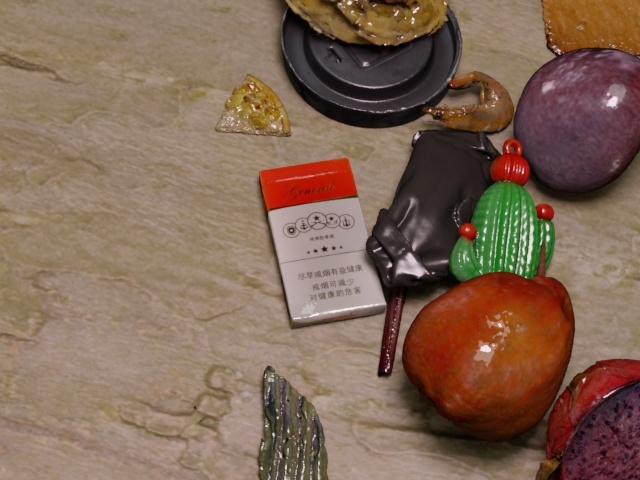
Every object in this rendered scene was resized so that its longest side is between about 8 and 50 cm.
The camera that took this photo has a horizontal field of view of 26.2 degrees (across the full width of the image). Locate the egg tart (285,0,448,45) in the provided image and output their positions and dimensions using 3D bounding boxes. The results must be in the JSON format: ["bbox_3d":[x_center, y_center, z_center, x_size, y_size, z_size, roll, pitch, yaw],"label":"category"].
[{"bbox_3d":[0.071,-0.420,2.076,0.297,0.132,0.297,4,63,-9],"label":"egg tart"}]

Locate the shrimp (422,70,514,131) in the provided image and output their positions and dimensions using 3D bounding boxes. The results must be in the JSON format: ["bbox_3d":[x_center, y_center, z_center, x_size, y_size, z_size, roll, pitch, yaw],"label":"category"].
[{"bbox_3d":[0.221,-0.209,2.049,0.162,0.045,0.095,1,89,-27],"label":"shrimp"}]

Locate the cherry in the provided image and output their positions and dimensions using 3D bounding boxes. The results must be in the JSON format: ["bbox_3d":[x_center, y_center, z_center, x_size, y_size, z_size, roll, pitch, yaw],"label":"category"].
[{"bbox_3d":[0.379,-0.177,1.983,0.184,0.266,0.213,28,57,-30],"label":"cherry"}]

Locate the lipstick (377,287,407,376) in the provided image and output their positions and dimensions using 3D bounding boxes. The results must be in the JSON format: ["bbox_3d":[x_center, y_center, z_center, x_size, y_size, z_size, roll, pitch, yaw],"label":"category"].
[{"bbox_3d":[0.101,0.106,1.902,0.027,0.027,0.176,10,61,2],"label":"lipstick"}]

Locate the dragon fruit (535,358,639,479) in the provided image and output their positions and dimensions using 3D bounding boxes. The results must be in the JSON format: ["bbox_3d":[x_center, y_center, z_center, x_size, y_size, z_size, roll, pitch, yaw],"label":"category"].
[{"bbox_3d":[0.368,0.229,1.783,0.223,0.218,0.148,-52,36,11],"label":"dragon fruit"}]

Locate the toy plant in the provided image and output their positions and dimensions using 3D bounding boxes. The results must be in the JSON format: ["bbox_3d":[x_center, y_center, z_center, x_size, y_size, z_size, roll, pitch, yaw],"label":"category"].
[{"bbox_3d":[0.266,-0.009,1.925,0.154,0.088,0.240,40,64,-22],"label":"toy plant"}]

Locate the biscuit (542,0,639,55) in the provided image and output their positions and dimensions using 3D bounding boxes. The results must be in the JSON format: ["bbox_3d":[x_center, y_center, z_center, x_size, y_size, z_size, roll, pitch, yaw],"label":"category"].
[{"bbox_3d":[0.466,-0.390,2.209,0.232,0.013,0.236,0,61,-4],"label":"biscuit"}]

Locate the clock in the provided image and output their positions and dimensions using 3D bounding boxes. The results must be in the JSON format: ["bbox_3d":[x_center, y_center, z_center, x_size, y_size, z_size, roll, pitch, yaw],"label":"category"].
[{"bbox_3d":[0.076,-0.296,2.105,0.281,0.055,0.280,2,62,-3],"label":"clock"}]

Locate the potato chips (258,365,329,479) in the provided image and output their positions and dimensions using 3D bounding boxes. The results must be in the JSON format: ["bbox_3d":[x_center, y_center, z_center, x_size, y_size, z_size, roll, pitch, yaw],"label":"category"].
[{"bbox_3d":[-0.036,0.264,1.805,0.092,0.028,0.207,1,63,-5],"label":"potato chips"}]

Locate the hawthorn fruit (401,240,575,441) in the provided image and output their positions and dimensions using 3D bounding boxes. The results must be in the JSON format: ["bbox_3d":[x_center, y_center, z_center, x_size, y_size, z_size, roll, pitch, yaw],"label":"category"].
[{"bbox_3d":[0.236,0.125,1.782,0.210,0.210,0.262,37,89,15],"label":"hawthorn fruit"}]

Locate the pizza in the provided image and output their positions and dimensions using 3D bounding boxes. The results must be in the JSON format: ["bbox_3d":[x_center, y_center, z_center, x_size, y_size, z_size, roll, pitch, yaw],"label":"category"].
[{"bbox_3d":[-0.106,-0.188,2.049,0.109,0.026,0.123,-30,68,-16],"label":"pizza"}]

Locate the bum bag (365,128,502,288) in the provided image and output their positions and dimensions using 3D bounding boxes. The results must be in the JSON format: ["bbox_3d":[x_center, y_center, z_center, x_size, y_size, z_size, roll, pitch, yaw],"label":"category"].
[{"bbox_3d":[0.156,-0.049,1.959,0.142,0.079,0.326,29,51,3],"label":"bum bag"}]

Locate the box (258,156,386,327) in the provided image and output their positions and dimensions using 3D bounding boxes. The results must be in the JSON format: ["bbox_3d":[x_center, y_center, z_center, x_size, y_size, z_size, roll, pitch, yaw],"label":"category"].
[{"bbox_3d":[0.000,0.000,1.947,0.139,0.035,0.245,-10,62,-9],"label":"box"}]
